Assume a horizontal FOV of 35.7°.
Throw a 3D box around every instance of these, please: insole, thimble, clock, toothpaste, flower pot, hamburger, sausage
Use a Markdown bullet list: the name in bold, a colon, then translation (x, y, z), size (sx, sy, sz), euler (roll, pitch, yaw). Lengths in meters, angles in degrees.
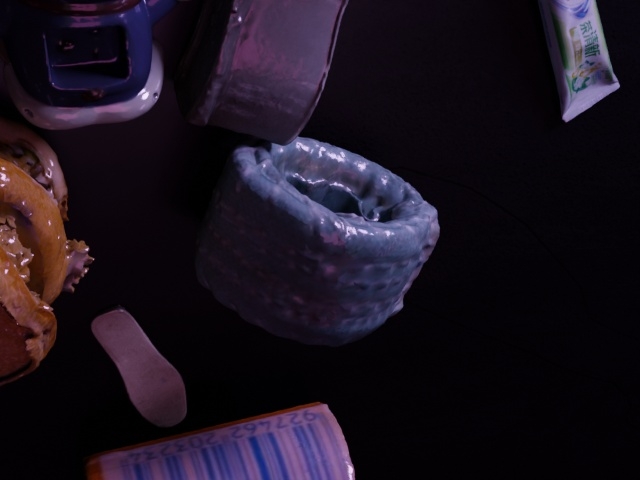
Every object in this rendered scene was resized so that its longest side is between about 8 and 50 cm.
- **insole**: translation (-0.196, 0.144, 1.104), size (0.063, 0.010, 0.192), euler (-26, 129, -3)
- **thimble**: translation (0.000, 0.000, 0.966), size (0.235, 0.198, 0.143), euler (13, 118, -22)
- **clock**: translation (-0.186, -0.217, 0.784), size (0.200, 0.146, 0.243), euler (-5, 131, -14)
- **toothpaste**: translation (0.246, -0.246, 1.001), size (0.075, 0.048, 0.297), euler (-32, 132, -3)
- **flower pot**: translation (-0.043, -0.200, 0.874), size (0.108, 0.103, 0.229), euler (9, 119, -26)
- **hamburger**: translation (-0.324, 0.020, 0.841), size (0.261, 0.211, 0.245), euler (8, 126, -20)
- **sausage**: translation (-0.109, 0.322, 1.122), size (0.287, 0.233, 0.233), euler (-11, 126, -17)
